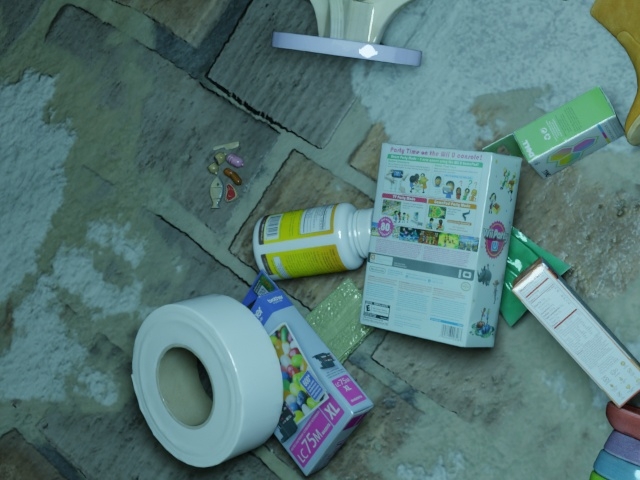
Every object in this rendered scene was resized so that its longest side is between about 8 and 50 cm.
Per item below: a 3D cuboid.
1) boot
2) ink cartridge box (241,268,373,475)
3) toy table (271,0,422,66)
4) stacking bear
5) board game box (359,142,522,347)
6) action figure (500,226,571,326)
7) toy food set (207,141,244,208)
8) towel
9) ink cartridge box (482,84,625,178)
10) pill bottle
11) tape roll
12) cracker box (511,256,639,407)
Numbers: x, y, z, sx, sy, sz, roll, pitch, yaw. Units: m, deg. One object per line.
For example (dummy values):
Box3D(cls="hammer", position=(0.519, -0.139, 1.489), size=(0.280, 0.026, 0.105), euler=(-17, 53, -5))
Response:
Box3D(cls="boot", position=(0.512, -0.312, 1.802), size=(0.211, 0.104, 0.295), euler=(37, 89, 30))
Box3D(cls="ink cartridge box", position=(-0.061, 0.221, 1.904), size=(0.311, 0.065, 0.186), euler=(51, 131, 23))
Box3D(cls="toy table", position=(0.052, -0.396, 1.945), size=(0.274, 0.252, 0.161), euler=(11, 100, 13))
Box3D(cls="stacking bear", position=(0.461, 0.399, 1.644), size=(0.175, 0.164, 0.289), euler=(17, 91, 25))
Box3D(cls="board game box", position=(0.189, 0.003, 1.810), size=(0.224, 0.097, 0.303), euler=(10, 94, 42))
Box3D(cls="action figure", position=(0.285, 0.010, 1.845), size=(0.137, 0.063, 0.232), euler=(-45, 70, 11))
Box3D(cls="toy food set", position=(-0.176, -0.124, 2.095), size=(0.078, 0.019, 0.122), euler=(-10, 75, 21))
Box3D(cls="towel", position=(0.030, 0.148, 1.946), size=(0.148, 0.027, 0.110), euler=(-47, 65, 9))
Box3D(cls="ink cartridge box", position=(0.378, -0.159, 1.814), size=(0.209, 0.109, 0.062), euler=(-29, 69, 15))
Box3D(cls="pill bottle", position=(0.000, 0.000, 1.940), size=(0.215, 0.117, 0.117), euler=(-8, 76, 22))
Box3D(cls="tape roll", position=(-0.197, 0.237, 1.921), size=(0.286, 0.100, 0.286), euler=(12, 108, 40))
Box3D(cls="cracker box", position=(0.387, 0.133, 1.690), size=(0.067, 0.155, 0.232), euler=(-42, 85, 10))
